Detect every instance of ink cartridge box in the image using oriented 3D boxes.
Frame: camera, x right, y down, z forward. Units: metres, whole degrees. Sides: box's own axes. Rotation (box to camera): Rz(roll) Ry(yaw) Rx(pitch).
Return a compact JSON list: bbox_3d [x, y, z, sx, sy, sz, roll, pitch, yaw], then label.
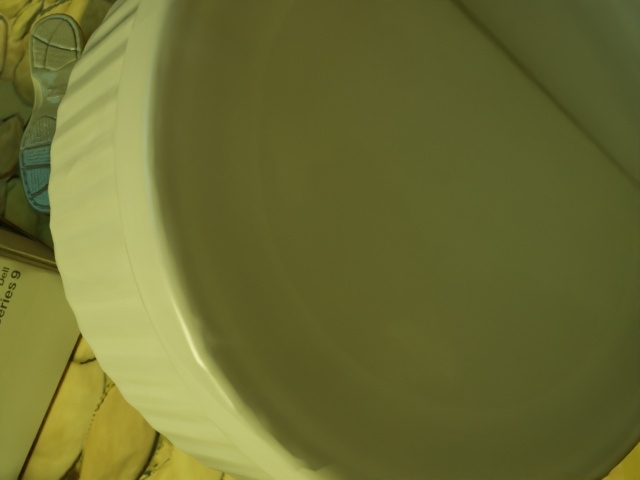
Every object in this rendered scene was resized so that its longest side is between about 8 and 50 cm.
[{"bbox_3d":[-0.244,0.048,1.045,0.212,0.093,0.154,27,95,48],"label":"ink cartridge box"}]

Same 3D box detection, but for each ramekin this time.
[{"bbox_3d":[0.018,-0.019,0.700,0.127,0.273,0.273,-14,65,54],"label":"ramekin"}]

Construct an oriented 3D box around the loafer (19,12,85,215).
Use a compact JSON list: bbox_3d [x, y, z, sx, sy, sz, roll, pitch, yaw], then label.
[{"bbox_3d":[-0.151,-0.071,1.042,0.045,0.039,0.125,-4,73,9],"label":"loafer"}]
